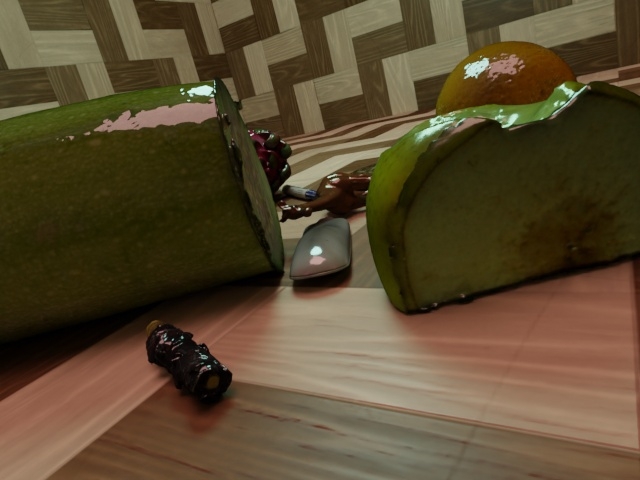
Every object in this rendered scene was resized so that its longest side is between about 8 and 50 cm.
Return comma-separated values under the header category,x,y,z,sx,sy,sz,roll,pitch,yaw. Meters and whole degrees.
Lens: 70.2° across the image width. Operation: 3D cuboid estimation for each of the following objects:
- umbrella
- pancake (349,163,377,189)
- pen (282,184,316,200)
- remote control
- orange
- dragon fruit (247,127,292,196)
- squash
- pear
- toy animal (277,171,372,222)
category,x,y,z,sx,sy,sz,roll,pitch,yaw
umbrella,-0.121,0.098,0.389,0.040,0.037,0.144,0,6,-36
pancake,0.172,-0.151,0.945,0.250,0.031,0.250,-13,13,3
pen,-0.039,-0.105,1.001,0.025,0.025,0.204,-21,18,-21
remote control,0.000,0.000,0.595,0.073,0.044,0.229,-14,16,8
orange,0.306,-0.219,0.762,0.236,0.236,0.236,-13,17,4
dragon fruit,-0.157,-0.175,1.078,0.198,0.218,0.273,45,40,17
squash,-0.258,-0.038,0.562,0.385,0.263,0.263,-14,17,-2
pear,0.175,-0.064,0.474,0.293,0.159,0.292,-14,14,3
toy animal,0.029,-0.070,0.740,0.230,0.066,0.224,-8,14,-15
